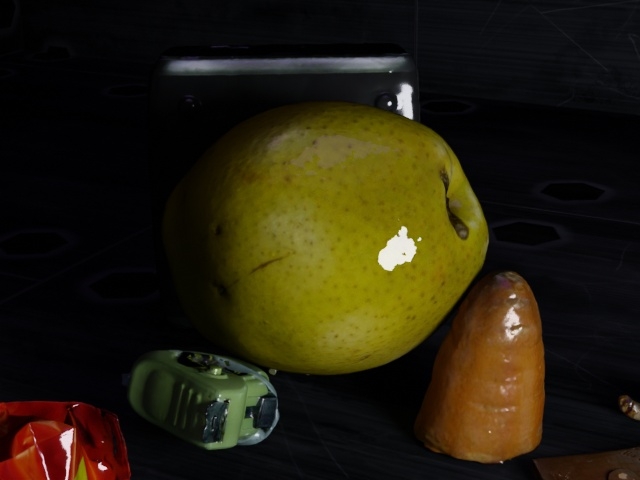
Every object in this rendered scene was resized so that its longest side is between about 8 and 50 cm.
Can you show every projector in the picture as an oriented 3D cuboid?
[{"bbox_3d":[-0.050,-0.081,1.874,0.395,0.405,0.242,-2,14,-3],"label":"projector"}]

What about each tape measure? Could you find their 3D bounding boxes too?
[{"bbox_3d":[-0.145,0.195,1.558,0.200,0.106,0.175,13,5,42],"label":"tape measure"}]

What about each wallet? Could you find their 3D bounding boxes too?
[{"bbox_3d":[0.340,0.269,1.459,0.176,0.026,0.095,-4,22,-6],"label":"wallet"}]

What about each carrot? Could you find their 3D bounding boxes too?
[{"bbox_3d":[0.204,0.145,1.534,0.159,0.225,0.159,4,23,-2],"label":"carrot"}]

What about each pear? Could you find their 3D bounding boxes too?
[{"bbox_3d":[0.000,0.000,1.594,0.418,0.362,0.362,-12,14,26],"label":"pear"}]

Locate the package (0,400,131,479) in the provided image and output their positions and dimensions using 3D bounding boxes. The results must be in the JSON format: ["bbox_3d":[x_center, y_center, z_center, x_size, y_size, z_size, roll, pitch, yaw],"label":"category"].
[{"bbox_3d":[-0.361,0.291,1.183,0.123,0.196,0.423,13,23,37],"label":"package"}]

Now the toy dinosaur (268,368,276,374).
[{"bbox_3d":[-0.047,0.169,1.764,0.120,0.029,0.060,-1,4,17],"label":"toy dinosaur"}]

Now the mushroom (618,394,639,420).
[{"bbox_3d":[0.436,0.203,1.571,0.129,0.073,0.088,4,46,17],"label":"mushroom"}]
